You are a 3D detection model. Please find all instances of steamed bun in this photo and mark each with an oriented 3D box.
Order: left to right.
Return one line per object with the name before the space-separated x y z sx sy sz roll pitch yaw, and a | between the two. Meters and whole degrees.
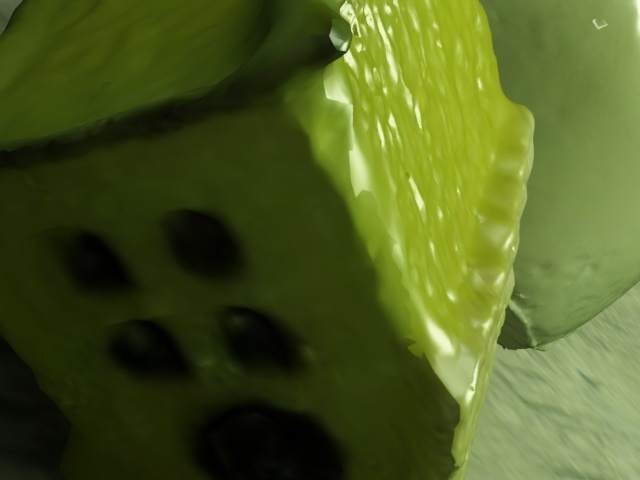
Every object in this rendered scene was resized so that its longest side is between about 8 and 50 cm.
steamed bun | 0.058 -0.105 0.755 0.324 0.206 0.324 39 -7 6

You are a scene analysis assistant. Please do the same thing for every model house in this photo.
model house | 0.000 0.000 0.523 0.234 0.174 0.193 59 29 -27
